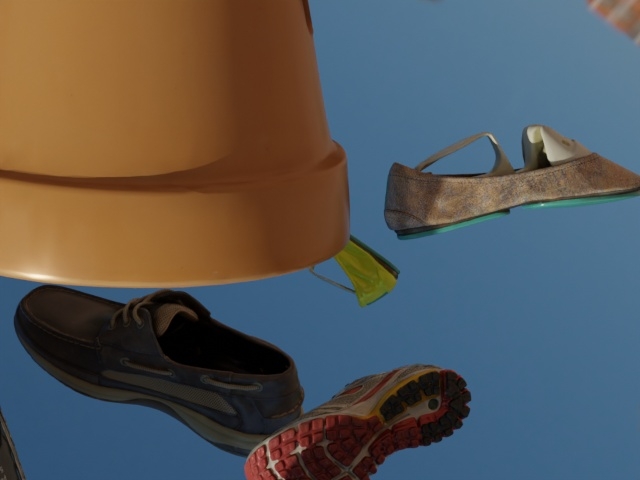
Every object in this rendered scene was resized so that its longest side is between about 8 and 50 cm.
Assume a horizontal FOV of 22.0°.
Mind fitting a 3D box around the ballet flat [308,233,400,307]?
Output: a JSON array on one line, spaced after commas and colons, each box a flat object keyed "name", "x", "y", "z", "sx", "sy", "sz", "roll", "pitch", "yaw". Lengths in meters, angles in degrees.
[{"name": "ballet flat", "x": 0.000, "y": 0.000, "z": 2.086, "sx": 0.231, "sy": 0.077, "sz": 0.077, "roll": 42, "pitch": -179, "yaw": 24}]

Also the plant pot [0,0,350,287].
[{"name": "plant pot", "x": -0.120, "y": -0.103, "z": 1.086, "sx": 0.290, "sy": 0.203, "sz": 0.291, "roll": 2, "pitch": -165, "yaw": -1}]

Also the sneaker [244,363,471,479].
[{"name": "sneaker", "x": 0.032, "y": 0.186, "z": 1.585, "sx": 0.093, "sy": 0.225, "sz": 0.088, "roll": -152, "pitch": 41, "yaw": -72}]

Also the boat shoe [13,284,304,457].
[{"name": "boat shoe", "x": -0.172, "y": 0.113, "z": 1.825, "sx": 0.355, "sy": 0.130, "sz": 0.132, "roll": 20, "pitch": -145, "yaw": 12}]

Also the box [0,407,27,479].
[{"name": "box", "x": -0.542, "y": 0.381, "z": 1.703, "sx": 0.297, "sy": 0.479, "sz": 0.472, "roll": -56, "pitch": -43, "yaw": -53}]

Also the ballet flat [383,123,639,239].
[{"name": "ballet flat", "x": 0.224, "y": -0.077, "z": 1.891, "sx": 0.316, "sy": 0.106, "sz": 0.107, "roll": -10, "pitch": -177, "yaw": -15}]
